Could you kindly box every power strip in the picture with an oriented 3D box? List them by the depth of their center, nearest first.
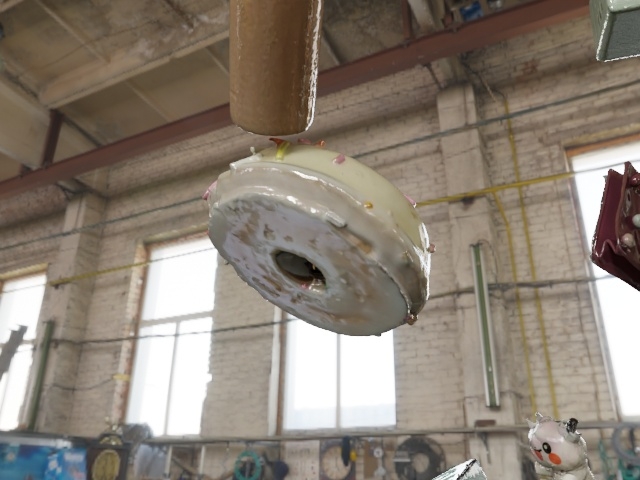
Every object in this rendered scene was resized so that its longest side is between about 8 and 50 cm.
[{"bbox_3d":[0.565,-0.442,0.988,0.139,0.140,0.224,-4,-15,19],"label":"power strip"}]

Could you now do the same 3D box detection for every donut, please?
[{"bbox_3d":[0.000,0.000,0.886,0.382,0.142,0.383,22,-33,15],"label":"donut"}]

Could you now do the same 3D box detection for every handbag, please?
[{"bbox_3d":[0.610,-0.017,1.051,0.203,0.216,0.074,31,-23,-19],"label":"handbag"}]

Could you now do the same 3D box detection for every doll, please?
[{"bbox_3d":[0.464,0.421,1.071,0.095,0.192,0.149,-17,-3,-8],"label":"doll"}]

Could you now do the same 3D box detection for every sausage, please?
[{"bbox_3d":[-0.057,-0.273,0.715,0.123,0.123,0.253,3,-55,-4],"label":"sausage"}]

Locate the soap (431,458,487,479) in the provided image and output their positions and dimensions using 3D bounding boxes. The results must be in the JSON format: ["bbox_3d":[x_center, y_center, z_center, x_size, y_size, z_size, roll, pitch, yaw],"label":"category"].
[{"bbox_3d":[0.181,0.421,0.845,0.145,0.091,0.230,-36,-17,19],"label":"soap"}]
